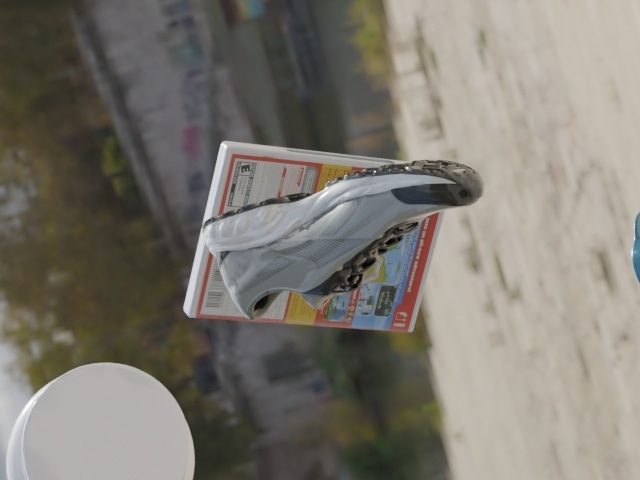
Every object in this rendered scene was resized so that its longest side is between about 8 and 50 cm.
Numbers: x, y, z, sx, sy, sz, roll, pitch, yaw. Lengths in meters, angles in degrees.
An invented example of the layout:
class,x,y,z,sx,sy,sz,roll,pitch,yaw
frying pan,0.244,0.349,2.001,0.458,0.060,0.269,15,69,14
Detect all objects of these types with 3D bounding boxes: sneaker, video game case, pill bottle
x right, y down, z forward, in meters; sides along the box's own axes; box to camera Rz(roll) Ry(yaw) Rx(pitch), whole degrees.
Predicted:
class,x,y,z,sx,sy,sz,roll,pitch,yaw
sneaker,0.027,-0.004,1.671,0.100,0.271,0.108,-11,-96,-61
video game case,0.000,0.000,2.135,0.025,0.285,0.204,44,124,58
pill bottle,-0.194,0.200,1.659,0.283,0.161,0.161,121,134,-73

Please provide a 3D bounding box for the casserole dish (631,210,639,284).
class,x,y,z,sx,sy,sz,roll,pitch,yaw
casserole dish,0.309,0.049,1.466,0.188,0.037,0.114,56,-139,-9
